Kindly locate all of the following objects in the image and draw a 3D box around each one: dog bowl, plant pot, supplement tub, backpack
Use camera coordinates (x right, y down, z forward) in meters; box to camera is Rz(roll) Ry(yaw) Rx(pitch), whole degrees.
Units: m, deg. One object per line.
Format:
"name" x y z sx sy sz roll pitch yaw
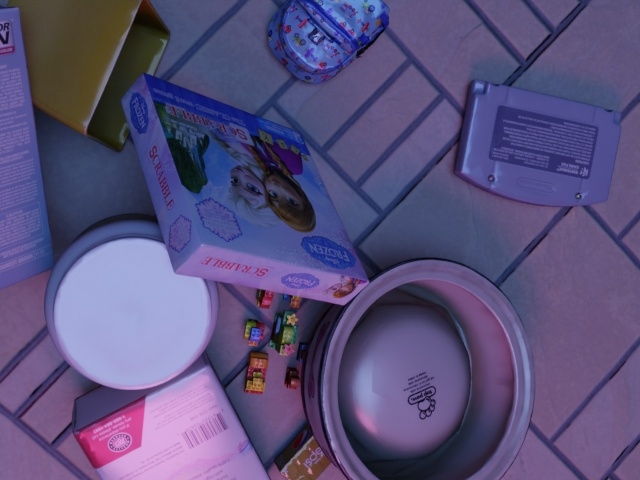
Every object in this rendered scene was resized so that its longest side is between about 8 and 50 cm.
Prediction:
"dog bowl" 0.148 0.233 1.379 0.408 0.150 0.407 2 85 -27
"plant pot" -0.366 -0.274 1.242 0.187 0.212 0.212 22 89 0
"supplement tub" -0.273 0.082 1.219 0.236 0.325 0.235 -1 94 -13
"backpack" 0.005 -0.349 1.359 0.173 0.117 0.158 -45 101 -3

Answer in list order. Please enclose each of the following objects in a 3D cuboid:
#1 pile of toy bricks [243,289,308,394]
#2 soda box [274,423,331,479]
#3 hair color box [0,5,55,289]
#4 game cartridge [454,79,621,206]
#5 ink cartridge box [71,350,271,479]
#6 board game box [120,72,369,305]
"pile of toy bricks" -0.064 0.161 1.387 0.118 0.105 0.212 8 93 -14
"soda box" 0.006 0.342 1.441 0.061 0.058 0.181 45 84 -13
"hair color box" -0.490 -0.135 1.158 0.114 0.186 0.374 -27 125 -48
"game cartridge" 0.388 -0.162 1.495 0.295 0.060 0.195 10 88 -13
"ink cartridge box" -0.223 0.346 1.328 0.226 0.131 0.306 -26 112 -9
"board game box" -0.107 -0.070 1.208 0.319 0.317 0.066 14 132 -45
